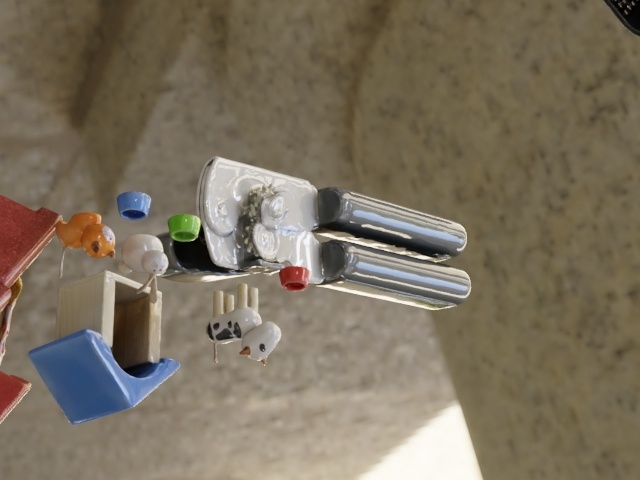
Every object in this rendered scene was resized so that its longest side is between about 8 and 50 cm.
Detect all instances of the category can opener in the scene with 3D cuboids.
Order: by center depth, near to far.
[{"bbox_3d":[0.000,0.000,1.278,0.093,0.074,0.280,-14,163,41],"label":"can opener"}]

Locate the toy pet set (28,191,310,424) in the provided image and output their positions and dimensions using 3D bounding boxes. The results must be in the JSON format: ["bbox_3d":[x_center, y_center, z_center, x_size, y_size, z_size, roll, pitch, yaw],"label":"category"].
[{"bbox_3d":[-0.082,0.041,0.848,0.114,0.065,0.122,-20,149,37],"label":"toy pet set"}]

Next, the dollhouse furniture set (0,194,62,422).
[{"bbox_3d":[-0.382,0.012,1.253,0.374,0.152,0.201,27,137,4],"label":"dollhouse furniture set"}]

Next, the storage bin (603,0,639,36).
[{"bbox_3d":[0.285,-0.280,1.618,0.180,0.084,0.122,47,153,-16],"label":"storage bin"}]
